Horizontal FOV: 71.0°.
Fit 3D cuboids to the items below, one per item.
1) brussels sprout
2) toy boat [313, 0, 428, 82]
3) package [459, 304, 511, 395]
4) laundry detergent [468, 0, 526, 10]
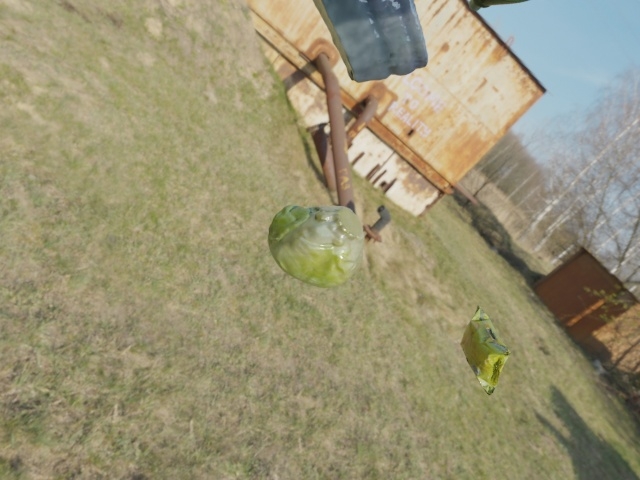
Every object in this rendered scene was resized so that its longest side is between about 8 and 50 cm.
[{"bbox_3d":[0.001,0.009,1.344,0.274,0.316,0.243,56,39,-39],"label":"brussels sprout"},{"bbox_3d":[0.005,-0.262,0.361,0.283,0.078,0.127,62,7,-13],"label":"toy boat"},{"bbox_3d":[0.484,0.321,1.337,0.090,0.169,0.226,6,29,-8],"label":"package"},{"bbox_3d":[0.304,-0.412,0.661,0.137,0.063,0.211,21,-19,-15],"label":"laundry detergent"}]
